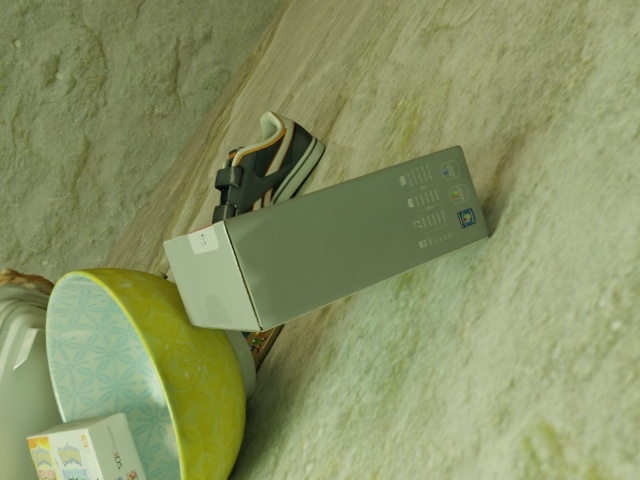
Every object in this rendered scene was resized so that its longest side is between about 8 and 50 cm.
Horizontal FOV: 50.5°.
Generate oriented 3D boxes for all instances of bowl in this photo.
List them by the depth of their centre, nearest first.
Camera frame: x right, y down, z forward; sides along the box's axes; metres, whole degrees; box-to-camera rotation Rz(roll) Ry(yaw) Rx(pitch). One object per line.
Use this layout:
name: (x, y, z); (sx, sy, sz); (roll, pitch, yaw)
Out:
bowl: (-0.166, 0.155, 0.747); (0.156, 0.289, 0.289); (-17, -8, -41)

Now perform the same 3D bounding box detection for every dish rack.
dish rack: (-0.335, 0.245, 0.849); (0.072, 0.285, 0.333); (4, 71, 32)

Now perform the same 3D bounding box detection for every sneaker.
sneaker: (-0.128, -0.073, 1.141); (0.321, 0.127, 0.126); (-60, 22, -19)

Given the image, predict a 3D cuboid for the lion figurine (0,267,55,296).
lion figurine: (-0.392, 0.250, 0.932); (0.142, 0.240, 0.392); (-7, 66, 29)

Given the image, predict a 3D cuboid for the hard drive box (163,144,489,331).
hard drive box: (0.000, 0.000, 0.614); (0.232, 0.089, 0.181); (-21, 4, -28)

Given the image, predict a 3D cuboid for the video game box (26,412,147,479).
video game box: (-0.232, 0.281, 0.710); (0.048, 0.187, 0.205); (-14, -7, -41)

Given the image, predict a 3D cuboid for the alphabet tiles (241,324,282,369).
alphabet tiles: (-0.162, 0.178, 0.978); (0.285, 0.011, 0.342); (-60, 21, -16)

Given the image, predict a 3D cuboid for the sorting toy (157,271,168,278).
sorting toy: (-0.339, 0.132, 1.369); (0.132, 0.046, 0.274); (-57, 6, -10)
